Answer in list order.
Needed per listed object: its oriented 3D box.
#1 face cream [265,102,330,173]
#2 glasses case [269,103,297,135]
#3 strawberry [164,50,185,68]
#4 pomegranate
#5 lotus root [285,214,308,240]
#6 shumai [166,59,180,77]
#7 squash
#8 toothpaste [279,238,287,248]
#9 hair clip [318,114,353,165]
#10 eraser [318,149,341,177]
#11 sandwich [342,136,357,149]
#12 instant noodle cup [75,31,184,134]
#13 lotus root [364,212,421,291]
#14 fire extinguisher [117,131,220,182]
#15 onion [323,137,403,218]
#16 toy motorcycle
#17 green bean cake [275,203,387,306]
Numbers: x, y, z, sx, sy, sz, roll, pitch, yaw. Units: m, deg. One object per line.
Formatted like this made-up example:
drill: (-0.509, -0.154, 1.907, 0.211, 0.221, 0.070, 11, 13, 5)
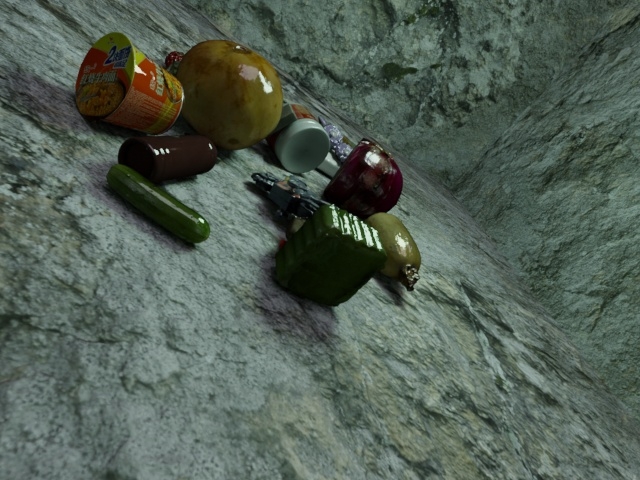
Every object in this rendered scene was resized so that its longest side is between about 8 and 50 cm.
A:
face cream: (-0.090, -0.381, 1.621, 0.201, 0.201, 0.187, 15, 32, -44)
glasses case: (-0.181, -0.395, 1.513, 0.047, 0.205, 0.071, 57, 10, -46)
strawberry: (-0.512, -0.649, 1.637, 0.145, 0.086, 0.145, 32, 26, -17)
pomegranate: (-0.281, -0.429, 1.341, 0.338, 0.338, 0.338, 32, 24, -16)
lotus root: (0.000, 0.000, 1.136, 0.260, 0.074, 0.170, 22, -5, -29)
shumai: (-0.498, -0.541, 1.479, 0.087, 0.124, 0.099, -41, 102, -28)
squash: (-0.322, -0.070, 0.876, 0.229, 0.066, 0.066, 36, 23, -6)
toothpaste: (-0.023, 0.053, 1.143, 0.190, 0.031, 0.048, 31, 27, -12)
hair clip: (0.067, -0.403, 1.844, 0.106, 0.084, 0.292, -33, 83, -40)
eraser: (0.074, -0.327, 1.908, 0.270, 0.095, 0.174, 27, 30, -24)
sandwich: (0.232, -0.378, 2.238, 0.271, 0.099, 0.301, 23, 27, -34)
instant noodle cup: (-0.453, -0.360, 1.062, 0.213, 0.213, 0.174, 50, 16, 25)
lotus root: (0.238, 0.029, 1.417, 0.169, 0.151, 0.343, 26, 23, -28)
fire extinguisher: (-0.343, -0.217, 1.064, 0.138, 0.102, 0.344, 39, 23, 4)
onion: (0.174, -0.205, 1.624, 0.260, 0.282, 0.337, 40, 9, -6)
toy motorcycle: (-0.066, -0.121, 1.268, 0.307, 0.108, 0.173, 37, 20, 33)
green bean cake: (0.022, 0.041, 0.995, 0.200, 0.214, 0.113, 25, 31, -31)
